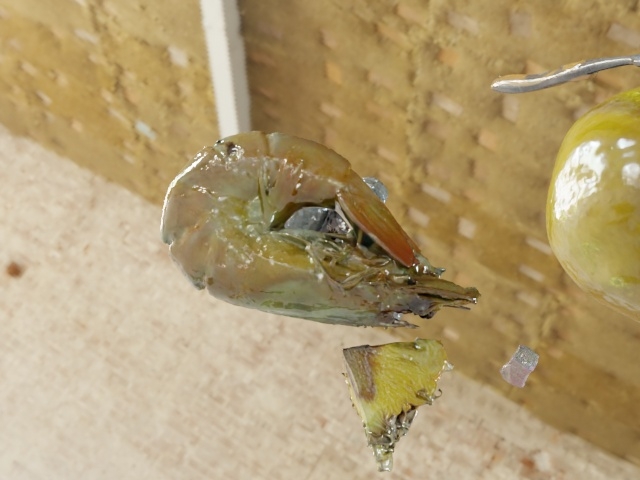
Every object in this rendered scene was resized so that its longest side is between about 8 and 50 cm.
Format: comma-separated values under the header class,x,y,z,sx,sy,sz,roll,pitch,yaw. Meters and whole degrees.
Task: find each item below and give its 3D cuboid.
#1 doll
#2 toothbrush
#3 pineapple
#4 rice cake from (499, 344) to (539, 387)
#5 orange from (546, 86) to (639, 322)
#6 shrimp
class,x,y,z,sx,sy,sz,roll,pitch,yaw
doll,0.020,-0.011,1.849,0.340,0.158,0.246,54,-47,33
toothbrush,0.260,-0.170,1.147,0.031,0.023,0.321,62,-17,-16
pineapple,0.050,0.127,0.899,0.114,0.114,0.077,-23,-40,34
rice cake,0.328,0.210,1.843,0.047,0.036,0.206,37,-11,12
orange,0.373,-0.033,1.193,0.279,0.279,0.235,37,-46,-8
shrimp,0.000,0.000,0.885,0.267,0.145,0.061,20,1,17
